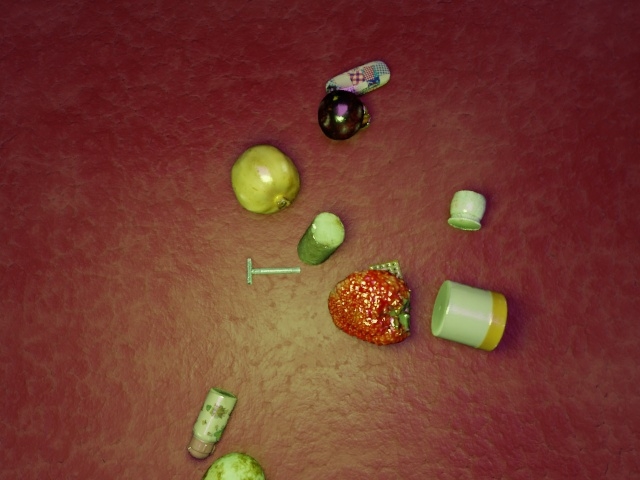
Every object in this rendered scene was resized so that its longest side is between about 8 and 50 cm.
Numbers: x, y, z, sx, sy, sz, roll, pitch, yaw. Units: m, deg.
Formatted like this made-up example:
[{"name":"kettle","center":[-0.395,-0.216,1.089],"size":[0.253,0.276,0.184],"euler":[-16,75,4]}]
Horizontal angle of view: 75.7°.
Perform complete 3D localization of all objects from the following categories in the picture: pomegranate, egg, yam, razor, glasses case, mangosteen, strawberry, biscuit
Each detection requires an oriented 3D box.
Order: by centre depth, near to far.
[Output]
[{"name":"egg","center":[-0.330,0.925,1.499],"size":[0.238,0.238,0.290],"euler":[36,98,9]},{"name":"strawberry","center":[0.192,0.257,1.657],"size":[0.350,0.267,0.312],"euler":[-2,109,29]},{"name":"yam","center":[0.000,0.000,1.729],"size":[0.161,0.268,0.161],"euler":[5,68,-13]},{"name":"pomegranate","center":[-0.228,-0.255,1.773],"size":[0.318,0.319,0.320],"euler":[0,76,0]},{"name":"biscuit","center":[0.301,0.206,1.790],"size":[0.138,0.016,0.232],"euler":[-12,77,-3]},{"name":"razor","center":[-0.204,0.135,1.795],"size":[0.231,0.068,0.106],"euler":[0,77,-6]},{"name":"mangosteen","center":[0.116,-0.576,1.902],"size":[0.265,0.228,0.229],"euler":[-7,74,-31]},{"name":"glasses case","center":[0.184,-0.776,2.010],"size":[0.327,0.076,0.125],"euler":[-24,78,-5]}]

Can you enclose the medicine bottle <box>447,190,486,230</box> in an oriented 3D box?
[{"name":"medicine bottle","center":[0.642,-0.128,1.806],"size":[0.147,0.147,0.143],"euler":[16,79,4]}]

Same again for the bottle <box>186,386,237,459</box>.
[{"name":"bottle","center":[-0.429,0.719,1.611],"size":[0.120,0.120,0.253],"euler":[21,78,6]}]

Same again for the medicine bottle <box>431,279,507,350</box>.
[{"name":"medicine bottle","center":[0.589,0.297,1.652],"size":[0.231,0.238,0.238],"euler":[15,76,6]}]
